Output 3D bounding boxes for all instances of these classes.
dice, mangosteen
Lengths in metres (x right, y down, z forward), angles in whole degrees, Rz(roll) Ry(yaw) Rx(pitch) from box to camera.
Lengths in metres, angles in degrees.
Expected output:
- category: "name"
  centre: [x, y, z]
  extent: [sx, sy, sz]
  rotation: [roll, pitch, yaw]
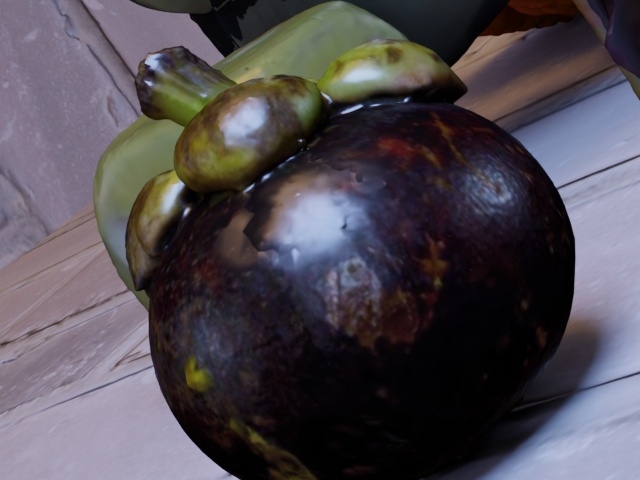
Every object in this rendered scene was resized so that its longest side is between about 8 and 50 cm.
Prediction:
- category: "dice"
  centre: [-0.021, -0.033, 1.212]
  extent: [0.169, 0.166, 0.169]
  rotation: [-26, 14, 43]
- category: "mangosteen"
  centre: [0.000, 0.000, 0.850]
  extent: [0.192, 0.217, 0.192]
  rotation: [-37, 3, 2]

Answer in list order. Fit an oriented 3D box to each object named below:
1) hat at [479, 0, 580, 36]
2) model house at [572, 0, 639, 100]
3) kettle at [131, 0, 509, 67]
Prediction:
- category: "hat"
  centre: [0.190, -0.294, 1.542]
  extent: [0.285, 0.285, 0.400]
  rotation: [-38, 21, -21]
- category: "model house"
  centre: [0.177, -0.164, 0.650]
  extent: [0.297, 0.360, 0.339]
  rotation: [-36, 9, 2]
- category: "kettle"
  centre: [0.013, -0.228, 1.265]
  extent: [0.321, 0.228, 0.324]
  rotation: [-13, -10, -20]
